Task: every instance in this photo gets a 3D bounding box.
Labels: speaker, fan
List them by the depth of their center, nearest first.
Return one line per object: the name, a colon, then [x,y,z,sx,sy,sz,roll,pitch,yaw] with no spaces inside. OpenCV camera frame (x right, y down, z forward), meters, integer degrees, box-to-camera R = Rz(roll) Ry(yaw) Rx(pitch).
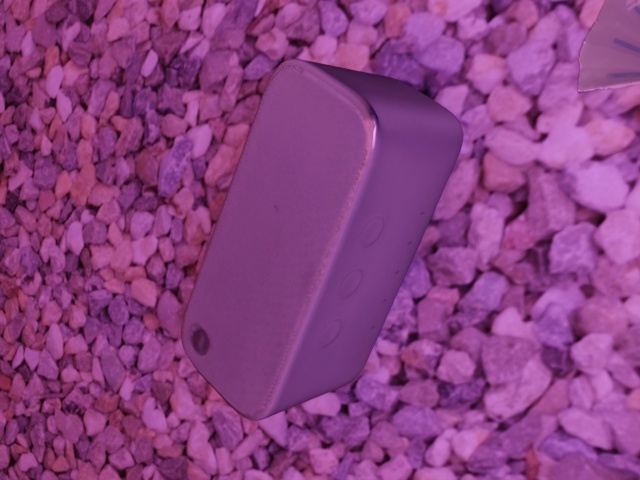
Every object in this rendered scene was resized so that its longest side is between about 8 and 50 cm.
fan: [0.337,-0.212,0.907,0.240,0.009,0.131,-26,74,42]
speaker: [0.000,0.000,1.121,0.183,0.184,0.406,39,119,34]

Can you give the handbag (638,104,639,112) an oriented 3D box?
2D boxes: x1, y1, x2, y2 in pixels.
handbag: [0.379,-0.046,0.858,0.144,0.057,0.221,-26,77,49]
